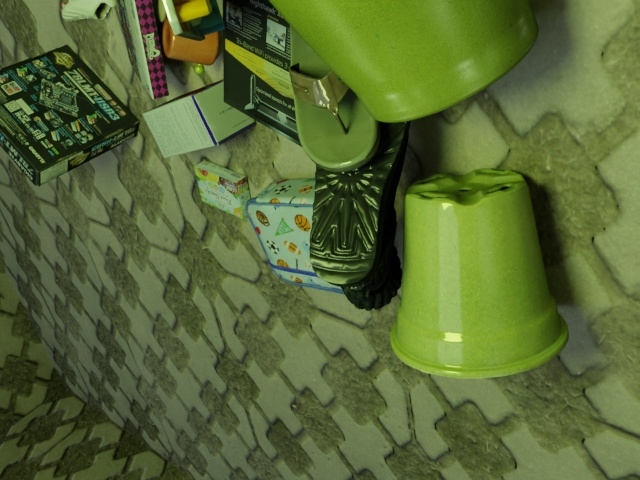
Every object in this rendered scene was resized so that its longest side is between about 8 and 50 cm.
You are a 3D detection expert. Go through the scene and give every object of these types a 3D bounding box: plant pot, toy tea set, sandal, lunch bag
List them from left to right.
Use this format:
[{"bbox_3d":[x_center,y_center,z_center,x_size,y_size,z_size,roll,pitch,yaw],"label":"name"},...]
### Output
[{"bbox_3d":[-0.205,-0.464,1.209,0.336,0.124,0.200,-42,57,57],"label":"toy tea set"},{"bbox_3d":[0.000,-0.236,0.966,0.120,0.086,0.302,-18,73,17],"label":"sandal"},{"bbox_3d":[0.000,0.000,1.352,0.303,0.115,0.243,10,129,44],"label":"lunch bag"},{"bbox_3d":[0.084,-0.346,0.800,0.366,0.366,0.353,-2,128,48],"label":"plant pot"},{"bbox_3d":[0.231,0.032,1.030,0.276,0.276,0.253,10,115,43],"label":"plant pot"}]

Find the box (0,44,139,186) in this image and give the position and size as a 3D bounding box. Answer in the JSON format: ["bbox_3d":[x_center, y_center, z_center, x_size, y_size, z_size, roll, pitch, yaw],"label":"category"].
[{"bbox_3d":[-0.650,-0.313,1.631,0.295,0.293,0.073,46,142,7],"label":"box"}]

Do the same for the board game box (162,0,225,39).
[{"bbox_3d":[-0.209,-0.465,0.875,0.390,0.050,0.390,-108,3,-74],"label":"board game box"}]

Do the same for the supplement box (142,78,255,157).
[{"bbox_3d":[-0.259,-0.255,1.411,0.220,0.111,0.114,-5,116,48],"label":"supplement box"}]

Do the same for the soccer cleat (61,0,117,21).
[{"bbox_3d":[-0.524,-0.523,1.510,0.196,0.068,0.076,-12,114,48],"label":"soccer cleat"}]

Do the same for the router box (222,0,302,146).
[{"bbox_3d":[-0.036,-0.294,1.162,0.309,0.081,0.243,33,140,24],"label":"router box"}]

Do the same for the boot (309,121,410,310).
[{"bbox_3d":[0.077,-0.068,1.086,0.131,0.348,0.260,11,172,18],"label":"boot"}]

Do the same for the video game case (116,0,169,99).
[{"bbox_3d":[-0.372,-0.437,1.371,0.210,0.042,0.232,52,153,45],"label":"video game case"}]

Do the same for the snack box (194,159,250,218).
[{"bbox_3d":[-0.224,-0.119,1.552,0.141,0.037,0.100,23,137,33],"label":"snack box"}]
